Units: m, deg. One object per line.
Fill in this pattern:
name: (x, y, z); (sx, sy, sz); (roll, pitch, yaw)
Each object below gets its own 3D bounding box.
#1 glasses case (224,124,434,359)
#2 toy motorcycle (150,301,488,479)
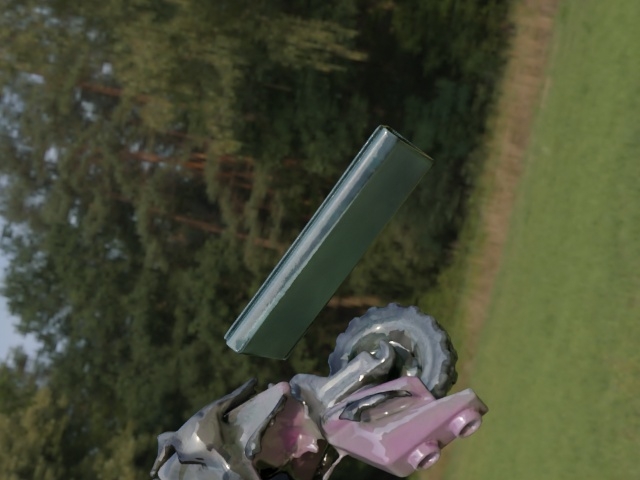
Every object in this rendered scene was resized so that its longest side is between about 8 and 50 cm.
glasses case: (0.000, 0.000, 1.122); (0.266, 0.056, 0.105); (-54, -28, 9)
toy motorcycle: (-0.014, 0.196, 0.823); (0.327, 0.188, 0.143); (-37, -34, 3)
